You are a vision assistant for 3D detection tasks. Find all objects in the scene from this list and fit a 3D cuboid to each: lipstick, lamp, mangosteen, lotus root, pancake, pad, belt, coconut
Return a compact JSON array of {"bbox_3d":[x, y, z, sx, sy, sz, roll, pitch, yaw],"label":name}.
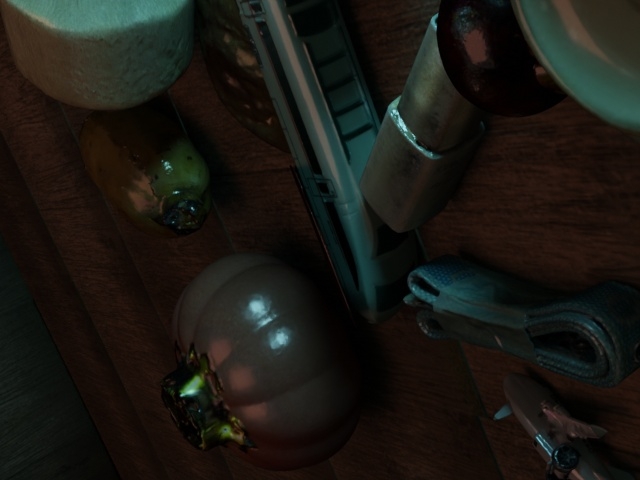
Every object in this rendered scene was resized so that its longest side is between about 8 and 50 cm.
[{"bbox_3d":[0.104,-0.107,1.033,0.077,0.079,0.253,52,154,18],"label":"lipstick"},{"bbox_3d":[-0.087,0.169,1.491,0.305,0.240,0.305,43,150,32],"label":"lamp"},{"bbox_3d":[0.153,-0.154,0.841,0.140,0.140,0.140,43,150,33],"label":"mangosteen"},{"bbox_3d":[-0.243,-0.099,1.628,0.284,0.146,0.160,46,172,44],"label":"lotus root"},{"bbox_3d":[-0.077,-0.202,1.311,0.242,0.050,0.242,44,151,32],"label":"pancake"},{"bbox_3d":[0.000,0.000,1.290,0.267,0.004,0.181,-116,5,-85],"label":"pad"},{"bbox_3d":[0.188,0.067,1.071,0.302,0.072,0.087,12,130,56],"label":"belt"},{"bbox_3d":[-0.262,-0.295,1.350,0.237,0.237,0.266,49,158,25],"label":"coconut"}]

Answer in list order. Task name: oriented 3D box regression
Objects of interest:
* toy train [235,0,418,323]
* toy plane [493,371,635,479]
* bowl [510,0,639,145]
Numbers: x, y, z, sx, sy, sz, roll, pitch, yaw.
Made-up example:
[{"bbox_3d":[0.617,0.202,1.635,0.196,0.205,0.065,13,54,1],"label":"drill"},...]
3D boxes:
[{"bbox_3d":[0.028,-0.089,1.194,0.088,0.086,0.407,9,125,56],"label":"toy train"},{"bbox_3d":[0.237,0.199,1.127,0.171,0.065,0.162,42,161,26],"label":"toy plane"},{"bbox_3d":[0.223,-0.169,0.618,0.354,0.185,0.354,44,150,33],"label":"bowl"}]
